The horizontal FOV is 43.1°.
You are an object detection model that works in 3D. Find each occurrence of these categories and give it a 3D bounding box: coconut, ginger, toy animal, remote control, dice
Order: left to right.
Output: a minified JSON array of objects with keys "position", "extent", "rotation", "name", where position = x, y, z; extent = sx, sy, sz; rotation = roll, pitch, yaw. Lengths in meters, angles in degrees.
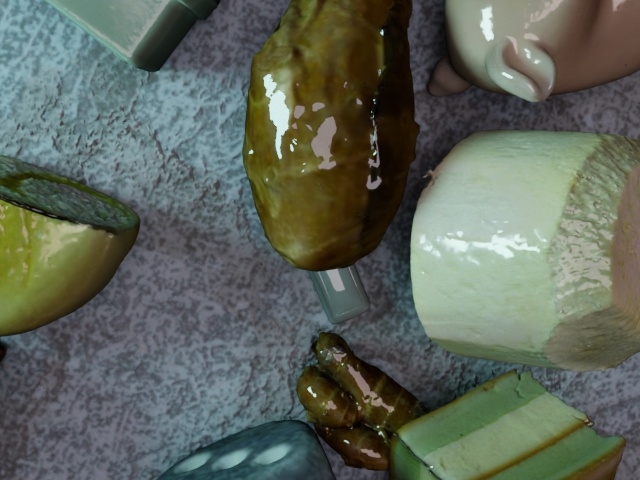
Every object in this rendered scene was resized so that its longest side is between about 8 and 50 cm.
[{"position":[-0.059,0.294,0.796],"extent":[0.182,0.183,0.181],"rotation":[-23,95,-8],"name":"dice"},{"position":[0.000,0.000,0.860],"extent":[0.050,0.027,0.184],"rotation":[-24,96,-8],"name":"remote control"},{"position":[0.014,-0.130,0.774],"extent":[0.165,0.172,0.321],"rotation":[11,87,30],"name":"ginger"},{"position":[0.036,0.178,0.858],"extent":[0.162,0.073,0.103],"rotation":[41,74,-2],"name":"ginger"},{"position":[0.202,0.006,0.792],"extent":[0.239,0.244,0.239],"rotation":[-4,95,-48],"name":"coconut"},{"position":[0.242,-0.251,0.788],"extent":[0.256,0.195,0.212],"rotation":[-14,104,-10],"name":"toy animal"}]

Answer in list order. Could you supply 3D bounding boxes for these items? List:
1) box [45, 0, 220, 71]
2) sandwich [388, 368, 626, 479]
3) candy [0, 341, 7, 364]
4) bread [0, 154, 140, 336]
[{"position":[-0.201,-0.262,0.757],"extent":[0.210,0.148,0.129],"rotation":[37,96,-6],"name":"box"},{"position":[0.193,0.276,0.833],"extent":[0.198,0.155,0.227],"rotation":[-21,128,-25],"name":"sandwich"},{"position":[-0.481,0.119,0.750],"extent":[0.321,0.135,0.179],"rotation":[26,90,-11],"name":"candy"},{"position":[-0.316,0.007,0.763],"extent":[0.261,0.158,0.156],"rotation":[19,102,-9],"name":"bread"}]
